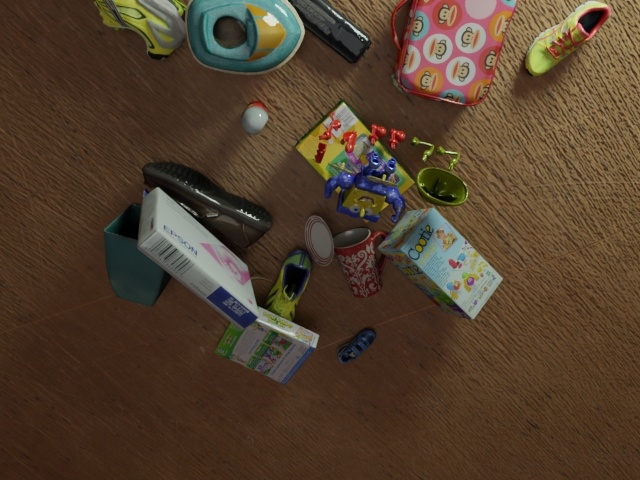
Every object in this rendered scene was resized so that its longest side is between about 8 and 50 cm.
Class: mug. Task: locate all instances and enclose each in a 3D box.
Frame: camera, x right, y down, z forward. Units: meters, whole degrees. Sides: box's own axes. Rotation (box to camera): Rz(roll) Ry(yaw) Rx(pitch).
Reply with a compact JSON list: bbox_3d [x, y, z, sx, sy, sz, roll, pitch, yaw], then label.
[{"bbox_3d":[0.124,0.060,1.292,0.150,0.113,0.169,-15,113,11],"label":"mug"}]

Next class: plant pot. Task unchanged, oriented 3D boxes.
[{"bbox_3d":[-0.485,0.054,1.300,0.166,0.165,0.234,15,120,-3],"label":"plant pot"}]

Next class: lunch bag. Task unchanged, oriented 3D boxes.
[{"bbox_3d":[0.285,-0.470,1.073,0.258,0.120,0.293,14,112,-1],"label":"lunch bag"}]

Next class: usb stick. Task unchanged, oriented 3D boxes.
[{"bbox_3d":[-0.005,-0.527,1.103,0.278,0.045,0.077,34,113,-12],"label":"usb stick"}]

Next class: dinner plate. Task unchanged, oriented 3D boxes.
[{"bbox_3d":[0.000,0.000,1.275,0.017,0.141,0.141,-16,114,-30],"label":"dinner plate"}]

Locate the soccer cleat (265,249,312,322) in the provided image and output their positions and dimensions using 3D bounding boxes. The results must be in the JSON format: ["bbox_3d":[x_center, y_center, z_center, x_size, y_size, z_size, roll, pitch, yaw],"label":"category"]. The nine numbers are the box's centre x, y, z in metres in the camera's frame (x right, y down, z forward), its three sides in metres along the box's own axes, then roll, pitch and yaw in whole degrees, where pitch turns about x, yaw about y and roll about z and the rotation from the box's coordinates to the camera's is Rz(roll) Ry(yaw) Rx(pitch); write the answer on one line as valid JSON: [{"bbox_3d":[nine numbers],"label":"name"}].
[{"bbox_3d":[-0.100,0.161,1.333,0.094,0.121,0.289,19,112,-5],"label":"soccer cleat"}]

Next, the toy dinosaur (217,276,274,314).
[{"bbox_3d":[-0.245,0.136,1.375,0.112,0.064,0.211,35,120,-26],"label":"toy dinosaur"}]

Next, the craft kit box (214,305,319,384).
[{"bbox_3d":[-0.165,0.307,1.384,0.247,0.061,0.249,25,133,-9],"label":"craft kit box"}]

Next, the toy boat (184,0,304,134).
[{"bbox_3d":[-0.164,-0.413,1.083,0.268,0.148,0.318,-6,119,-3],"label":"toy boat"}]

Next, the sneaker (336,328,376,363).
[{"bbox_3d":[0.110,0.325,1.419,0.144,0.059,0.053,-41,101,15],"label":"sneaker"}]

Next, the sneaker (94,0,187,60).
[{"bbox_3d":[-0.480,-0.573,1.065,0.385,0.145,0.147,37,107,-9],"label":"sneaker"}]

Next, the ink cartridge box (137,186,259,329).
[{"bbox_3d":[-0.296,0.021,1.147,0.071,0.330,0.324,-39,123,7],"label":"ink cartridge box"}]

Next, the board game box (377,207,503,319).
[{"bbox_3d":[0.313,0.060,1.238,0.275,0.142,0.144,43,78,-13],"label":"board game box"}]

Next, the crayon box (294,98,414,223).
[{"bbox_3d":[0.089,-0.200,1.207,0.165,0.081,0.278,-40,104,16],"label":"crayon box"}]

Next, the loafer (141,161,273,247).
[{"bbox_3d":[-0.313,-0.084,1.246,0.366,0.134,0.130,29,109,-7],"label":"loafer"}]

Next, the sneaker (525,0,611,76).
[{"bbox_3d":[0.565,-0.465,1.073,0.081,0.094,0.208,41,109,-13],"label":"sneaker"}]

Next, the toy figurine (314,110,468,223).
[{"bbox_3d":[0.141,-0.132,1.142,0.363,0.191,0.217,14,141,-11],"label":"toy figurine"}]
